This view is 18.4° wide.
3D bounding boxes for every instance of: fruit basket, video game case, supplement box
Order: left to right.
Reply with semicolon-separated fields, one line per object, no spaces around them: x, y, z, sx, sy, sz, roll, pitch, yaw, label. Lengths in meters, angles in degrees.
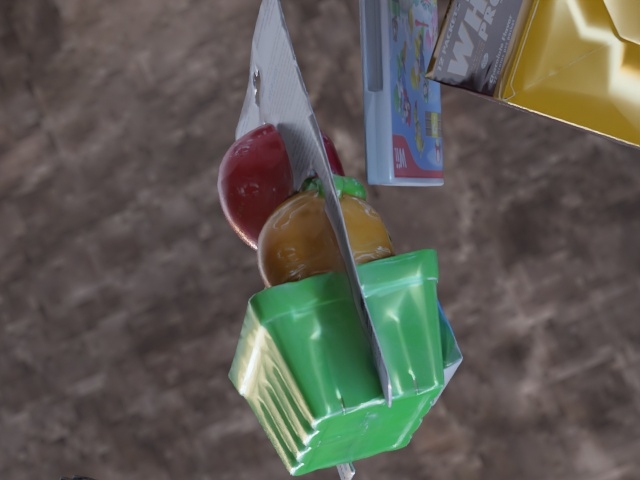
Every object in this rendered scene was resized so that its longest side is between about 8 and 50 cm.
0.000;0.000;1.641;0.165;0.353;0.327;-8;159;-10;fruit basket
0.069;-0.190;1.698;0.025;0.285;0.204;-2;-179;16;video game case
0.204;-0.140;1.407;0.191;0.129;0.194;17;-175;-14;supplement box

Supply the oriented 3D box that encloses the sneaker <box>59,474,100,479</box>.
-0.157;0.284;1.597;0.111;0.121;0.300;9;-174;-15;sneaker
